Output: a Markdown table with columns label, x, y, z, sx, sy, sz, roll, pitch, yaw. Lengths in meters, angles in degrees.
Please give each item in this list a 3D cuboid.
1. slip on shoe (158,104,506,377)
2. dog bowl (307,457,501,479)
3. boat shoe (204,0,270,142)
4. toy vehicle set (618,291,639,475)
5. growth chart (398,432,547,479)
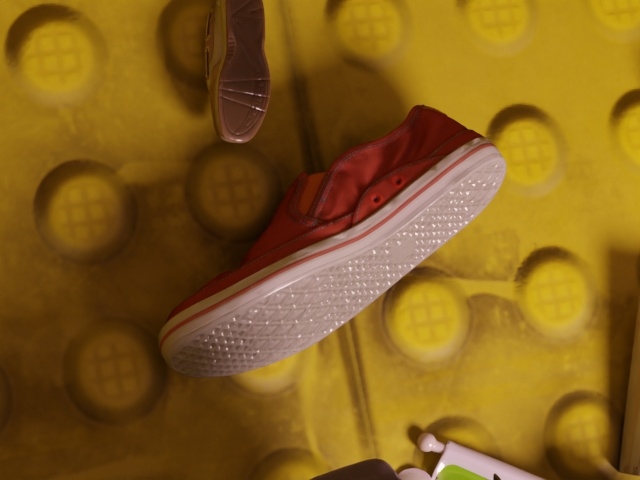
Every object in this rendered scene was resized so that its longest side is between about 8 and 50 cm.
| label | x | y | z | sx | sy | sz | roll | pitch | yaw |
| --- | --- | --- | --- | --- | --- | --- | --- | --- | --- |
| slip on shoe | 0.000 | 0.000 | 1.613 | 0.331 | 0.123 | 0.101 | -35 | 63 | -20 |
| dog bowl | 0.000 | 0.295 | 1.432 | 0.348 | 0.348 | 0.102 | -36 | 109 | -25 |
| boat shoe | -0.071 | -0.141 | 1.631 | 0.050 | 0.045 | 0.135 | 13 | 72 | -29 |
| toy vehicle set | 0.397 | 0.141 | 1.774 | 0.266 | 0.035 | 0.166 | 10 | 86 | -21 |
| growth chart | 0.127 | 0.286 | 1.631 | 0.172 | 0.021 | 0.237 | 15 | 69 | -9 |
